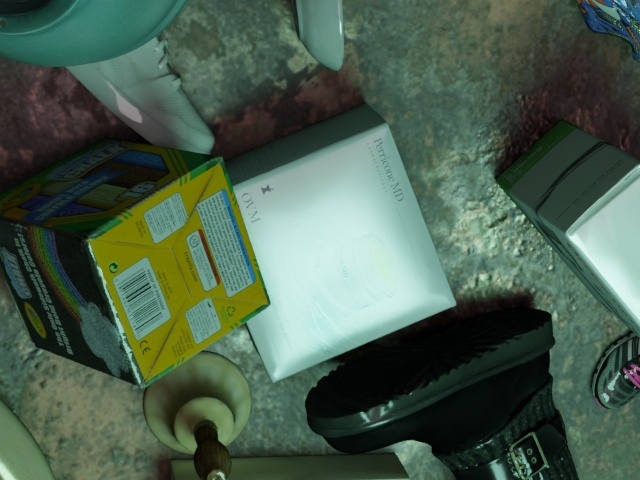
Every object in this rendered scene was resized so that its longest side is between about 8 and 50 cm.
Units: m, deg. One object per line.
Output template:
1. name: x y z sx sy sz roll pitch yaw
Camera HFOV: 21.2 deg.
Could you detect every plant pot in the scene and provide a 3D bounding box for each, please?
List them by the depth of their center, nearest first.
1. plant pot: -0.272 -0.297 1.633 0.293 0.196 0.293 3 107 10

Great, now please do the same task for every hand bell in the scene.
1. hand bell: -0.122 0.215 1.857 0.126 0.242 0.126 -2 103 -9

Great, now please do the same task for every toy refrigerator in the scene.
1. toy refrigerator: -0.036 0.312 1.972 0.270 0.094 0.102 0 103 -10

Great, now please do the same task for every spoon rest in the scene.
1. spoon rest: 0.001 -0.318 1.812 0.084 0.137 0.276 -10 95 -4

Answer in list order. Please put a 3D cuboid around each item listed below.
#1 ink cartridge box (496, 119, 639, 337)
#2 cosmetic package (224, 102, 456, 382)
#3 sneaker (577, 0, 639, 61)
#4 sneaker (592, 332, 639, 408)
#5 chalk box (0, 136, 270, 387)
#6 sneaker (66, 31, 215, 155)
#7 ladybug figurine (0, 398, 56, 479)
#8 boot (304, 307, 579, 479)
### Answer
1. ink cartridge box: 0.323 -0.005 1.859 0.115 0.273 0.198 -41 106 2
2. cosmetic package: 0.000 0.000 1.879 0.225 0.138 0.224 -23 106 -4
3. sneaker: 0.310 -0.274 1.892 0.221 0.083 0.087 39 129 -3
4. sneaker: 0.392 0.138 2.009 0.170 0.075 0.063 -42 106 3
5. chalk box: -0.223 0.011 1.789 0.179 0.289 0.180 -32 118 -30
6. sneaker: -0.184 -0.223 1.809 0.169 0.108 0.292 -44 105 6
7. ladybug figurine: -0.470 0.248 1.849 0.305 0.162 0.449 -43 107 3
8. boot: 0.152 0.243 1.921 0.348 0.131 0.260 -17 107 -30
